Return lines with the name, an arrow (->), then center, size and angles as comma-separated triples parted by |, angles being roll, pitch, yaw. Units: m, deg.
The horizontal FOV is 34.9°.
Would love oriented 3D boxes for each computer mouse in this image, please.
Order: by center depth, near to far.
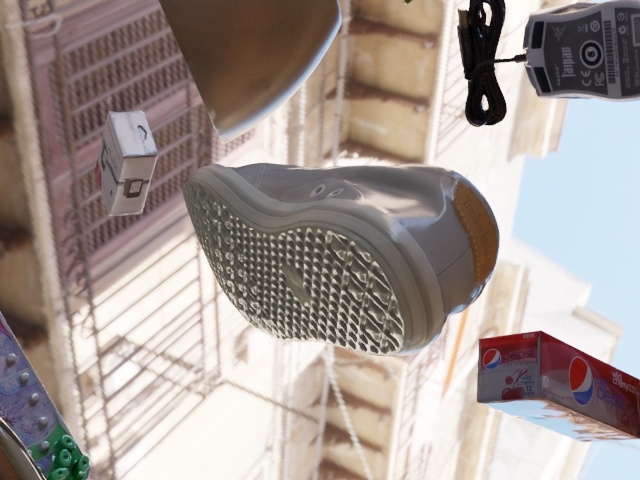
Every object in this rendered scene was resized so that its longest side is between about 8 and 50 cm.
computer mouse -> 0.177, -0.131, 0.722 | 0.193, 0.042, 0.106 | 10, -68, 49

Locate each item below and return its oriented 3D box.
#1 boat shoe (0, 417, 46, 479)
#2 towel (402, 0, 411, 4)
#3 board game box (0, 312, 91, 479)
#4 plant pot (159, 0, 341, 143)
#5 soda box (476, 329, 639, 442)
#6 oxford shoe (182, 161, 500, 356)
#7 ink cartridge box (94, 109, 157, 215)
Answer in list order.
boat shoe -> -0.169, 0.172, 0.455 | 0.122, 0.120, 0.324 | -40, -83, 7
towel -> 0.193, -0.372, 1.248 | 0.237, 0.102, 0.021 | -33, -70, 11
board game box -> -0.600, 0.275, 1.536 | 0.390, 0.390, 0.050 | 56, -38, 11
plant pot -> -0.087, -0.282, 1.205 | 0.191, 0.284, 0.284 | -24, -73, -2
soda box -> 0.304, 0.187, 1.267 | 0.092, 0.083, 0.263 | -13, -27, 39
oxford shoe -> 0.000, 0.000, 0.886 | 0.449, 0.130, 0.169 | 9, -54, 62
ink cartridge box -> -0.331, -0.132, 1.723 | 0.109, 0.063, 0.150 | 66, -32, 32
